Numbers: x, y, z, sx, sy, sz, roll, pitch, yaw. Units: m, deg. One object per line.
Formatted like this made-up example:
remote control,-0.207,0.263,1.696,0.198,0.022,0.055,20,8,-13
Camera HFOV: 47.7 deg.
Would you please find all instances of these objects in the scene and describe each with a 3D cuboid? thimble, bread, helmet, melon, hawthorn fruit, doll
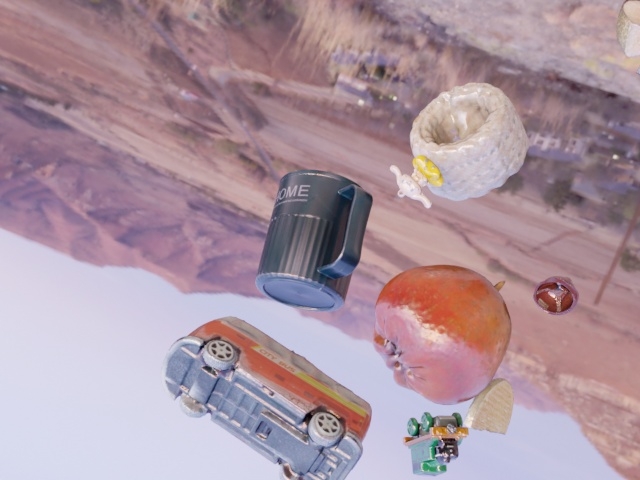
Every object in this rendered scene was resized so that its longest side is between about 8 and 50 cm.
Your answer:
thimble,0.381,-0.264,1.886,0.292,0.291,0.195,19,153,44
bread,0.344,0.328,1.455,0.036,0.112,0.193,18,176,37
helmet,0.521,0.108,1.570,0.089,0.057,0.111,43,142,8
melon,0.520,-0.351,1.168,0.098,0.054,0.182,7,-141,0
hawthorn fruit,0.259,0.167,1.424,0.277,0.298,0.277,49,160,24
doll,0.228,-0.149,1.749,0.135,0.113,0.071,24,171,19

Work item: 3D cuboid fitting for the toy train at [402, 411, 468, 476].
toy train,0.262,0.467,1.655,0.091,0.136,0.227,5,158,-15

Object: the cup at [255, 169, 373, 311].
cup,0.005,0.009,1.792,0.308,0.291,0.242,1,153,29

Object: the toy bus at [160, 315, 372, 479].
toy bus,-0.065,0.198,0.913,0.265,0.121,0.120,32,-148,8

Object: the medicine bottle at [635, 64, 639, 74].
medicine bottle,0.710,-0.414,1.421,0.091,0.216,0.090,23,-162,-8
